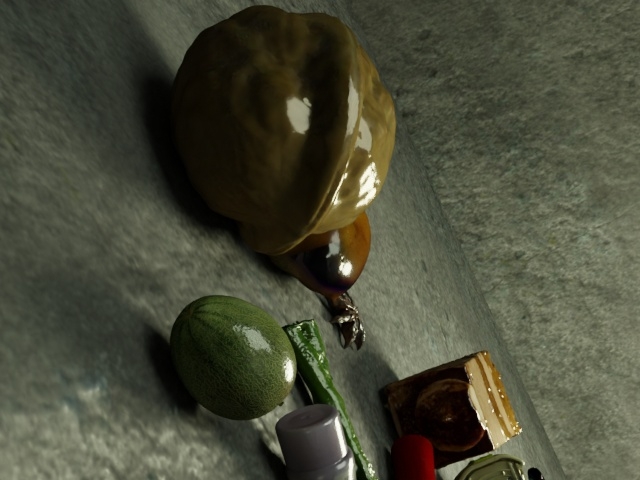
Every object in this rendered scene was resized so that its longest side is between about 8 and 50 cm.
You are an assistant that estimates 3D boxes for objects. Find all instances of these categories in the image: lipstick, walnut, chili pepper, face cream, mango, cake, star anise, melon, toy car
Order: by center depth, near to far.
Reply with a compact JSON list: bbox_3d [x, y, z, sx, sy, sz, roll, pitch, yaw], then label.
[{"bbox_3d":[-0.103,0.147,1.354,0.192,0.139,0.139,48,21,-34],"label":"melon"},{"bbox_3d":[0.015,0.367,1.527,0.154,0.096,0.273,-62,138,-75],"label":"face cream"},{"bbox_3d":[-0.062,-0.177,1.706,0.383,0.384,0.383,56,17,-27],"label":"walnut"},{"bbox_3d":[0.036,0.287,1.722,0.085,0.076,0.359,-15,74,-55],"label":"chili pepper"},{"bbox_3d":[0.166,0.439,1.902,0.080,0.080,0.241,56,16,-28],"label":"lipstick"},{"bbox_3d":[0.000,0.000,1.920,0.287,0.153,0.201,-45,121,-71],"label":"mango"},{"bbox_3d":[0.047,0.138,2.064,0.141,0.042,0.141,55,17,-26],"label":"star anise"},{"bbox_3d":[0.244,0.339,2.128,0.293,0.199,0.196,-3,74,-69],"label":"cake"},{"bbox_3d":[0.358,0.557,2.230,0.198,0.204,0.248,109,-40,-78],"label":"toy car"}]
